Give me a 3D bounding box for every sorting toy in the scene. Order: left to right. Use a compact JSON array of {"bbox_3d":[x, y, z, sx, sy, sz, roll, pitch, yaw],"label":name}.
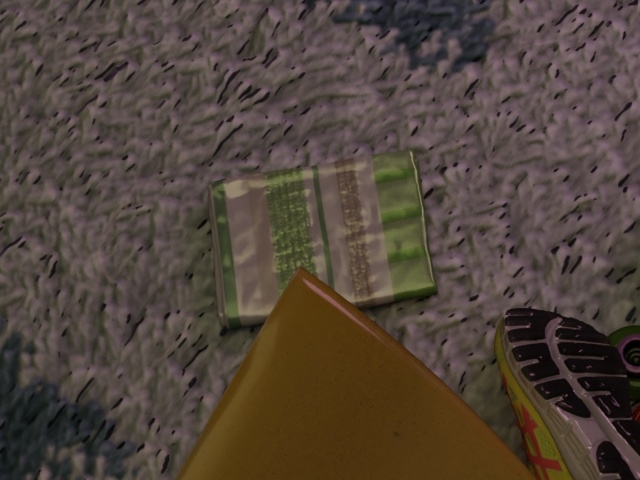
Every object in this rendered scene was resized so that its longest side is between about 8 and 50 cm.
[{"bbox_3d":[0.215,0.094,0.946,0.061,0.042,0.102,-19,66,3],"label":"sorting toy"}]

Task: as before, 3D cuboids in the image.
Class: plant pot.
[{"bbox_3d":[0.009,0.173,0.870,0.187,0.212,0.212,30,73,4],"label":"plant pot"}]

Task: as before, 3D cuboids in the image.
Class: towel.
[{"bbox_3d":[0.000,0.000,1.039,0.152,0.023,0.113,-9,69,5],"label":"towel"}]

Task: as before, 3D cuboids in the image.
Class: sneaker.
[{"bbox_3d":[0.152,0.130,0.926,0.081,0.094,0.208,3,42,-24],"label":"sneaker"}]
